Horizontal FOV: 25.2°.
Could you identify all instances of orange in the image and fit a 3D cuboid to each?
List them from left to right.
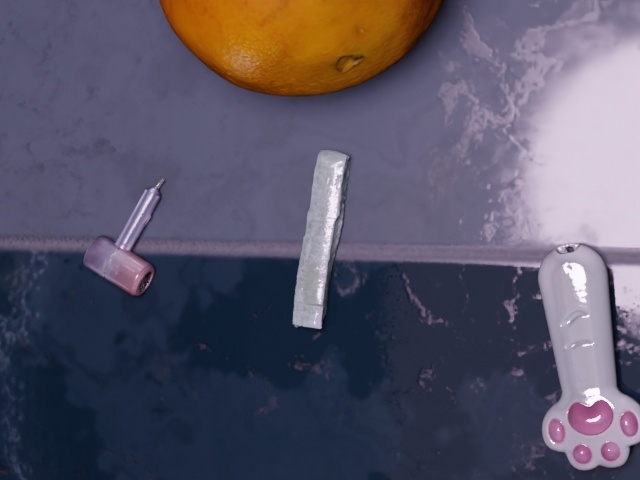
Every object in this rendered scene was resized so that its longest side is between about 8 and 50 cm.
[{"bbox_3d":[-0.014,-0.246,1.225,0.261,0.261,0.261,0,91,18],"label":"orange"}]

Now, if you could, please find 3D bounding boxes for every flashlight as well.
[{"bbox_3d":[0.233,0.102,1.259,0.093,0.047,0.201,-8,89,18],"label":"flashlight"}]

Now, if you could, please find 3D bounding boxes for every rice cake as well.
[{"bbox_3d":[0.001,0.000,1.342,0.033,0.029,0.171,11,93,13],"label":"rice cake"}]

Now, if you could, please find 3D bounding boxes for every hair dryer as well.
[{"bbox_3d":[-0.178,-0.009,1.400,0.063,0.037,0.114,29,92,14],"label":"hair dryer"}]
